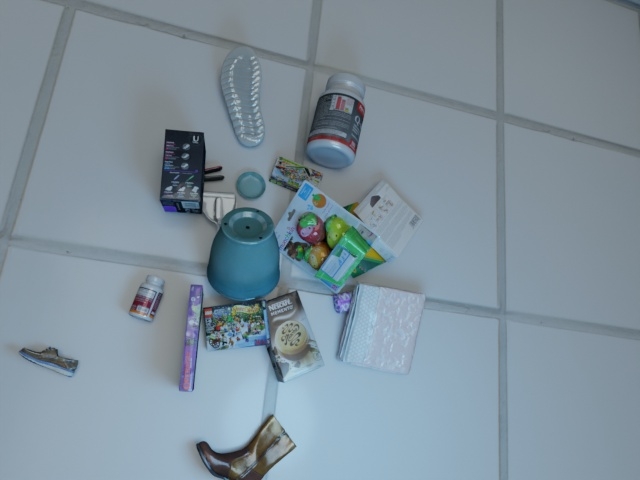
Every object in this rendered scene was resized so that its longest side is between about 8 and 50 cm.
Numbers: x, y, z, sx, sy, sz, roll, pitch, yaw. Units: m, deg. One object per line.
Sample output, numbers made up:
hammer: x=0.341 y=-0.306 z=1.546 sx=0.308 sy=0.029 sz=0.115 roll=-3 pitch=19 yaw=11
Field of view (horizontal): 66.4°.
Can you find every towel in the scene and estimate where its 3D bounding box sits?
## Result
towel: x=0.248 y=0.345 z=1.926 sx=0.317 sy=0.053 sz=0.332 roll=13 pitch=89 yaw=-19

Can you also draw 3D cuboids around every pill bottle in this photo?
pill bottle: x=0.075 y=-0.507 z=2.068 sx=0.210 sy=0.210 sz=0.363 roll=17 pitch=72 yaw=-12
pill bottle: x=-0.612 y=0.205 z=1.739 sx=0.086 sy=0.086 sz=0.152 roll=21 pitch=70 yaw=-11

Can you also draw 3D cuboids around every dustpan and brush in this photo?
dustpan and brush: x=-0.393 y=-0.092 z=1.895 sx=0.147 sy=0.060 sz=0.211 roll=2 pitch=83 yaw=-21

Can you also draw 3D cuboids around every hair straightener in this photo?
hair straightener: x=-0.487 y=-0.229 z=1.911 sx=0.230 sy=0.047 sz=0.089 roll=-13 pitch=80 yaw=-19

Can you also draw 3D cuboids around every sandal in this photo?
sandal: x=-0.321 y=-0.592 z=2.038 sx=0.169 sy=0.102 sz=0.416 roll=-4 pitch=90 yaw=-3

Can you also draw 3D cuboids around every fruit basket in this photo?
fruit basket: x=0.000 y=0.000 z=1.855 sx=0.353 sy=0.327 sz=0.165 roll=35 pitch=30 yaw=-1

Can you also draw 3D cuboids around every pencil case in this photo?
pencil case: x=0.153 y=0.239 z=1.962 sx=0.206 sy=0.088 sz=0.086 roll=-10 pitch=89 yaw=-18

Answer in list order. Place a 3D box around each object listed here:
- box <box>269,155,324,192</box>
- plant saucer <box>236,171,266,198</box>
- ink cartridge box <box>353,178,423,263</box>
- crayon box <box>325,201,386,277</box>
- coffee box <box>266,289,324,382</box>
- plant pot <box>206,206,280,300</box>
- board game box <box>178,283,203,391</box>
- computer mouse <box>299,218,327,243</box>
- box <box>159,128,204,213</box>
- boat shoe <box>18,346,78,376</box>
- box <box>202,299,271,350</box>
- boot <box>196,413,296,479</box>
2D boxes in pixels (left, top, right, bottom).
box: x=-0.099 y=-0.263 z=2.044 sx=0.207 sy=0.036 sz=0.114 roll=21 pitch=71 yaw=-11
plant saucer: x=-0.282 y=-0.221 z=1.986 sx=0.119 sy=0.021 sz=0.119 roll=4 pitch=75 yaw=-16
ink cartridge box: x=0.273 y=-0.087 z=2.042 sx=0.261 sy=0.066 sz=0.296 roll=45 pitch=46 yaw=-2
crayon box: x=0.142 y=-0.004 z=1.996 sx=0.165 sy=0.081 sz=0.278 roll=-22 pitch=82 yaw=-45
coffee box: x=-0.123 y=0.357 z=1.829 sx=0.168 sy=0.119 sz=0.297 roll=-19 pitch=82 yaw=-19
plant pot: x=-0.264 y=0.032 z=1.746 sx=0.271 sy=0.255 sz=0.272 roll=7 pitch=45 yaw=-7
board game box: x=-0.443 y=0.339 z=1.691 sx=0.056 sy=0.208 sz=0.347 roll=7 pitch=73 yaw=-15
computer mouse: x=-0.011 y=-0.018 z=2.011 sx=0.242 sy=0.041 sz=0.071 roll=31 pitch=57 yaw=0
box: x=-0.503 y=-0.251 z=1.808 sx=0.143 sy=0.165 sz=0.270 roll=2 pitch=77 yaw=-10
boat shoe: x=-0.897 y=0.389 z=1.621 sx=0.183 sy=0.066 sz=0.066 roll=30 pitch=64 yaw=-18
box: x=-0.302 y=0.306 z=1.759 sx=0.233 sy=0.044 sz=0.159 roll=-9 pitch=85 yaw=13
boot: x=-0.257 y=0.721 z=1.707 sx=0.280 sy=0.096 sz=0.264 roll=-41 pitch=90 yaw=-23
